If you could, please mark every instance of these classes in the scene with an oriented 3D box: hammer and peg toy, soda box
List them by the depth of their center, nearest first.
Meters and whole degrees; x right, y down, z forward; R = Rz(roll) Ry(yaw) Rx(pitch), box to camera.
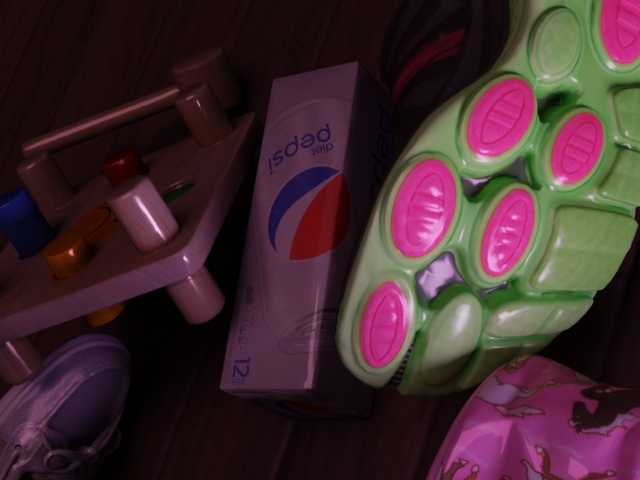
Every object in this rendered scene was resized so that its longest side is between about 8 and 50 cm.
[{"bbox_3d":[0.000,0.000,0.827,0.091,0.098,0.286,-5,65,32],"label":"soda box"},{"bbox_3d":[-0.180,-0.034,0.902,0.266,0.127,0.361,-20,26,20],"label":"hammer and peg toy"}]

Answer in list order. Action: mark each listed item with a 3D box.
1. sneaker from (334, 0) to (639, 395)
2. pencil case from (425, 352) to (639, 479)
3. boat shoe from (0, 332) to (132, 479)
[{"bbox_3d":[0.135,-0.102,0.744,0.483,0.185,0.202,-67,15,-18],"label":"sneaker"},{"bbox_3d":[0.242,0.188,0.533,0.386,0.160,0.167,16,42,39],"label":"pencil case"},{"bbox_3d":[-0.258,0.231,0.887,0.103,0.118,0.320,35,92,32],"label":"boat shoe"}]
